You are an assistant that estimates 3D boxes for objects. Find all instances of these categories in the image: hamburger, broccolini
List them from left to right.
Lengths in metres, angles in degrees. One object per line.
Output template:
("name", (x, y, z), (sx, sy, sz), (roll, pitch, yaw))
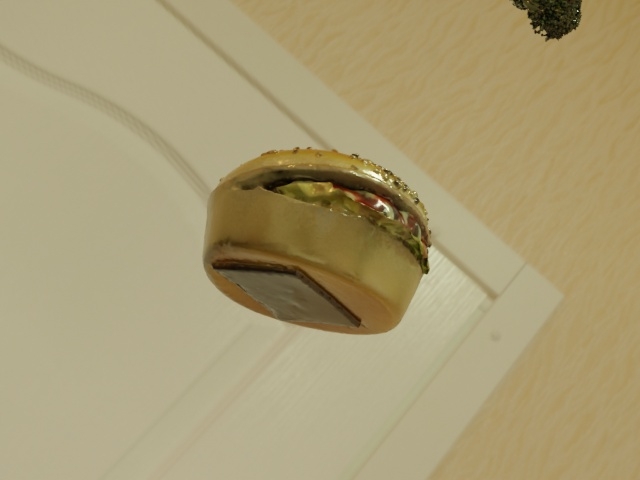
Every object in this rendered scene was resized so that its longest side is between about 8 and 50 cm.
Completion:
("hamburger", (0.000, 0.000, 1.062), (0.300, 0.176, 0.300), (13, -21, 5))
("broccolini", (0.159, -0.265, 0.789), (0.054, 0.051, 0.239), (-59, -134, 33))
